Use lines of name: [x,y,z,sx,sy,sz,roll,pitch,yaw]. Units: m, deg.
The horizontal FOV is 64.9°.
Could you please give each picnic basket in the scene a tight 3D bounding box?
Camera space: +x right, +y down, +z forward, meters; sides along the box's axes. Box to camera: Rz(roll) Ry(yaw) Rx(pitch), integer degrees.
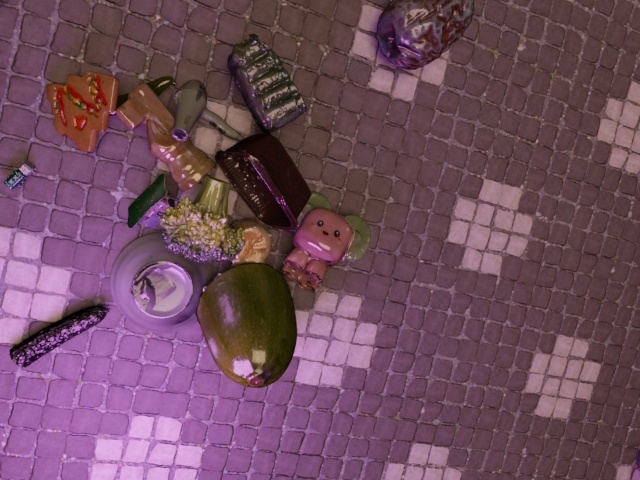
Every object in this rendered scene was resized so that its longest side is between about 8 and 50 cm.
picnic basket: [-0.154,-0.179,1.478,0.129,0.222,0.297,-49,123,-25]

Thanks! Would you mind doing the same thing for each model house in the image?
model house: [-0.469,-0.094,1.454,0.167,0.117,0.088,-41,133,13]

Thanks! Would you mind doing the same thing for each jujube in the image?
jujube: [0.326,-0.672,1.539,0.317,0.226,0.226,-38,106,-13]

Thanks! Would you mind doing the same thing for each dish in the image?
dish: [-0.464,0.138,1.491,0.316,0.106,0.317,-2,99,-15]

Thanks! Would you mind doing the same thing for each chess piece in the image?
chess piece: [-0.432,-0.289,1.413,0.137,0.137,0.301,-39,109,-7]

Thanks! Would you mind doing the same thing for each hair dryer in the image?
hair dryer: [-0.317,-0.313,1.418,0.092,0.229,0.267,-32,111,34]

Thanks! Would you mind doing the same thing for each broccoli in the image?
broccoli: [-0.332,-0.062,1.399,0.262,0.246,0.244,18,91,-40]

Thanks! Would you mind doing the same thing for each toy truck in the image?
toy truck: [-0.824,-0.177,1.378,0.083,0.044,0.039,-45,110,-5]

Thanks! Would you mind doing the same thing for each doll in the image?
doll: [0.000,0.000,1.576,0.284,0.216,0.269,32,66,1]

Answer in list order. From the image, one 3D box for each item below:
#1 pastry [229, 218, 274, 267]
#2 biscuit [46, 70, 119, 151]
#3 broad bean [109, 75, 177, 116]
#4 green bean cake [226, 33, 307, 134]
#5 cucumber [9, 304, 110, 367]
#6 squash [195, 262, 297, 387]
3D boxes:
pastry: [-0.222,0.010,1.547,0.165,0.088,0.166,-3,101,-13]
biscuit: [-0.632,-0.365,1.349,0.238,0.041,0.212,-32,88,19]
broad bean: [-0.546,-0.392,1.423,0.297,0.043,0.060,-25,94,-9]
green bean cake: [-0.162,-0.433,1.418,0.132,0.241,0.255,-33,106,-3]
cucumber: [-0.747,0.266,1.453,0.300,0.072,0.072,-31,105,-9]
squash: [-0.180,0.263,1.443,0.310,0.309,0.311,-10,117,-20]
